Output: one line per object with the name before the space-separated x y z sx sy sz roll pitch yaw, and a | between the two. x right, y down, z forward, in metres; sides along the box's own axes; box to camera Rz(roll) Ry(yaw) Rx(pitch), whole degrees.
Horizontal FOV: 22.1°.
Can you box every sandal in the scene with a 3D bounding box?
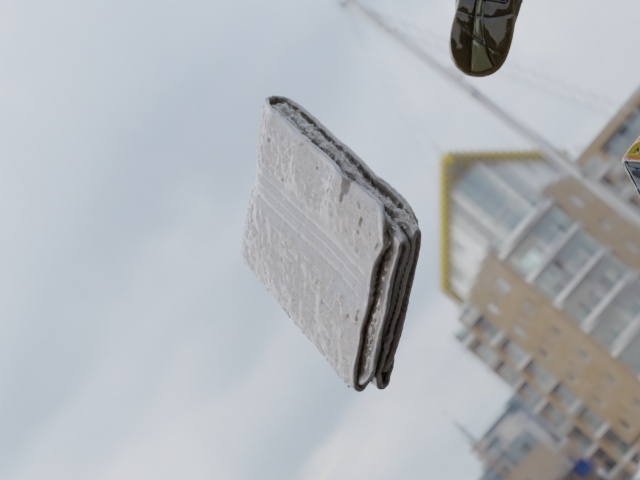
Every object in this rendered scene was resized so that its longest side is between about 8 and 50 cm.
sandal | 0.158 -0.222 1.479 0.049 0.072 0.180 76 -150 -70

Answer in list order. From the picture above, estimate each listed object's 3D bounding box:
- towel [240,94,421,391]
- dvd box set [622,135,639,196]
towel | 0.000 0.000 1.556 0.049 0.282 0.187 -4 -61 -29
dvd box set | 0.471 -0.168 1.277 0.420 0.308 0.062 -49 -55 -23
